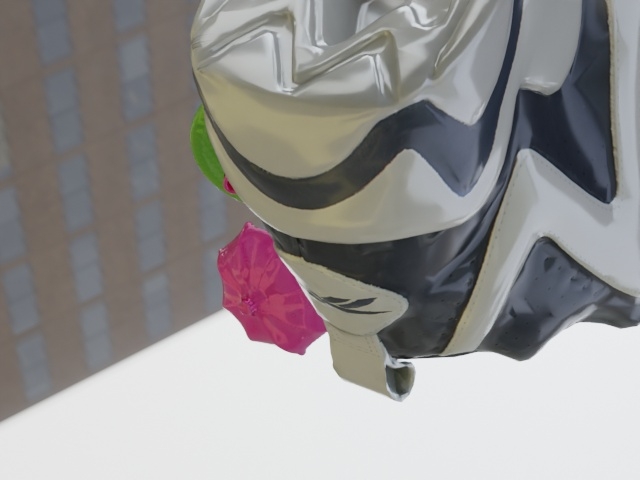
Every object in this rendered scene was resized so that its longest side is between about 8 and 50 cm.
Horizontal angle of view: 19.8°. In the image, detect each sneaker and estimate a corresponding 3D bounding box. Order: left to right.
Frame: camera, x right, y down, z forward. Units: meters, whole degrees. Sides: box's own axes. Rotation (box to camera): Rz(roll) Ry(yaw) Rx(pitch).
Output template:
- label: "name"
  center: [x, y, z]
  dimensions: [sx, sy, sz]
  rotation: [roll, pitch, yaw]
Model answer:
- label: "sneaker"
  center: [0.061, -0.053, 0.498]
  dimensions: [0.094, 0.235, 0.153]
  rotation: [16, -39, 24]

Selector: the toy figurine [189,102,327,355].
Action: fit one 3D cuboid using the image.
- label: "toy figurine"
  center: [0.000, 0.000, 1.117]
  dimensions: [0.130, 0.173, 0.159]
  rotation: [115, -17, -47]
